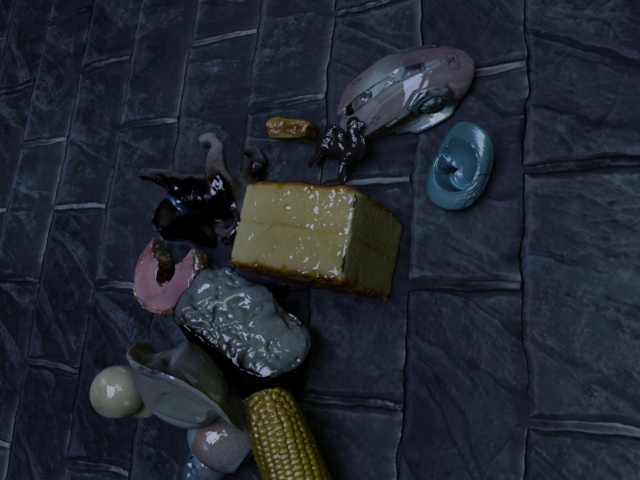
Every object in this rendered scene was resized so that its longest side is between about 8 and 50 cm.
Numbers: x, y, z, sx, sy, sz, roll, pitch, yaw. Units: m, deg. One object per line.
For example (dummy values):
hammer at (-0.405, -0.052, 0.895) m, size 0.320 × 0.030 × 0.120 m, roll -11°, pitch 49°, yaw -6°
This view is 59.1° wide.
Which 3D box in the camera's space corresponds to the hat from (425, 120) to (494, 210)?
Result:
hat at (0.307, -0.156, 1.212) m, size 0.138 × 0.078 × 0.190 m, roll 37°, pitch 115°, yaw 38°

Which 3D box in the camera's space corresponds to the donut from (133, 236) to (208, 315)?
donut at (-0.402, 0.105, 1.517) m, size 0.233 × 0.085 × 0.199 m, roll 15°, pitch 84°, yaw 30°

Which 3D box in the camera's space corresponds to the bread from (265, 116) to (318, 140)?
bread at (-0.072, -0.285, 1.449) m, size 0.132 × 0.074 × 0.053 m, roll 8°, pitch 92°, yaw 31°

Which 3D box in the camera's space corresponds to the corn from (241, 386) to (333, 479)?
corn at (-0.047, 0.490, 1.164) m, size 0.144 × 0.144 × 0.387 m, roll -25°, pitch 80°, yaw 21°

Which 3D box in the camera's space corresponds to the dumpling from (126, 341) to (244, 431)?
dumpling at (-0.273, 0.287, 1.146) m, size 0.244 × 0.227 × 0.175 m, roll 2°, pitch 66°, yaw 3°

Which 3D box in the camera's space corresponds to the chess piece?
chess piece at (-0.389, 0.345, 1.314) m, size 0.167 × 0.300 × 0.167 m, roll -11°, pitch 72°, yaw 35°

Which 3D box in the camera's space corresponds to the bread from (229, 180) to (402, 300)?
bread at (0.000, 0.000, 1.223) m, size 0.279 × 0.279 × 0.207 m, roll 6°, pitch 82°, yaw 32°

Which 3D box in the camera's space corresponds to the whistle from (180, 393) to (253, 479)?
whistle at (-0.248, 0.481, 1.293) m, size 0.189 × 0.189 × 0.347 m, roll 41°, pitch 110°, yaw 30°

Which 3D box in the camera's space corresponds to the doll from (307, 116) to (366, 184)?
doll at (0.048, -0.222, 1.344) m, size 0.139 × 0.057 × 0.165 m, roll 37°, pitch 122°, yaw 30°

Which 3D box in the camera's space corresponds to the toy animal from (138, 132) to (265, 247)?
toy animal at (-0.315, -0.088, 1.459) m, size 0.344 × 0.194 × 0.302 m, roll -24°, pitch 62°, yaw 27°

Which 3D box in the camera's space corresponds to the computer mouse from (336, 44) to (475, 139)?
computer mouse at (0.165, -0.344, 1.314) m, size 0.389 × 0.115 × 0.199 m, roll -20°, pitch 65°, yaw 22°

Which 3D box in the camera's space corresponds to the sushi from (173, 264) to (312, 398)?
sushi at (-0.165, 0.207, 1.303) m, size 0.349 × 0.207 × 0.234 m, roll 35°, pitch 59°, yaw 20°
